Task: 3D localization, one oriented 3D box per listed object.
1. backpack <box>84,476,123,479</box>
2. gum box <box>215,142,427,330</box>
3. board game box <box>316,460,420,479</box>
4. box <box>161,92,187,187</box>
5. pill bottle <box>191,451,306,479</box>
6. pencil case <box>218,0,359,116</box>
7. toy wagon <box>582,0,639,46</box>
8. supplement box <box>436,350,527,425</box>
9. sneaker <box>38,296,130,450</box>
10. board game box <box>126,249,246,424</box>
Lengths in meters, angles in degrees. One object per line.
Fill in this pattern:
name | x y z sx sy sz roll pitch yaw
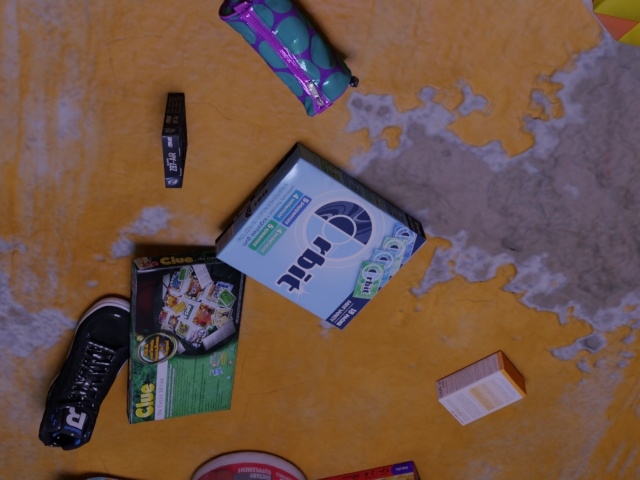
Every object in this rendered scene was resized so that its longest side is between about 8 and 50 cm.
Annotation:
backpack | -0.287 0.402 1.573 0.182 0.115 0.152 10 140 -10
gum box | 0.000 0.000 1.281 0.184 0.041 0.157 32 113 -24
board game box | 0.067 0.399 1.520 0.147 0.193 0.045 -14 128 10
box | -0.152 -0.105 1.181 0.018 0.083 0.067 0 130 -2
pill bottle | -0.099 0.452 1.482 0.176 0.318 0.176 -1 129 -1
pencil case | -0.032 -0.194 1.118 0.064 0.070 0.151 -31 122 23
toy wagon | 0.370 -0.250 0.963 0.267 0.068 0.344 10 167 -10
supplement box | 0.207 0.191 1.452 0.098 0.036 0.062 -29 124 21
sneaker | -0.284 0.180 1.387 0.079 0.121 0.217 21 126 -17
board game box | -0.167 0.121 1.377 0.136 0.030 0.260 -7 131 -20
